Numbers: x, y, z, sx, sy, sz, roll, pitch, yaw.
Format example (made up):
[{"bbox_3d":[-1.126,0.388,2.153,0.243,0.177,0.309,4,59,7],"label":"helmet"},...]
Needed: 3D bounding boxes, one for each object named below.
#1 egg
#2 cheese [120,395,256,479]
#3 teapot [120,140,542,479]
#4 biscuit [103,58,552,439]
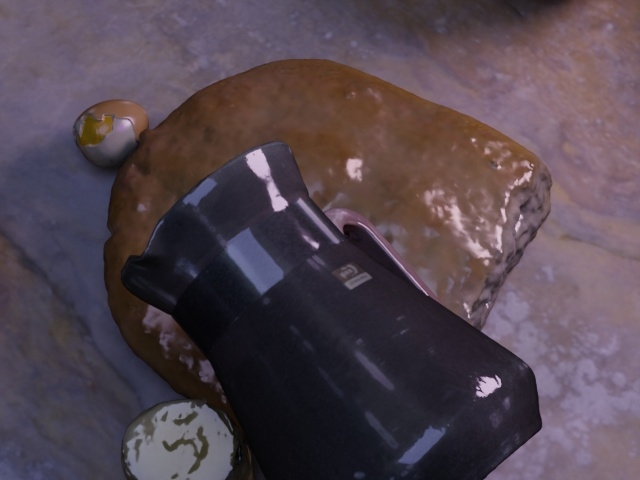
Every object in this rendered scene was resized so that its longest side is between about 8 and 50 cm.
[{"bbox_3d":[-0.222,-0.117,1.602,0.083,0.071,0.071,-32,73,-13],"label":"egg"},{"bbox_3d":[-0.125,0.212,1.430,0.123,0.167,0.094,-2,71,0],"label":"cheese"},{"bbox_3d":[0.020,0.094,1.330,0.344,0.253,0.300,50,34,10],"label":"teapot"},{"bbox_3d":[0.000,0.000,1.536,0.446,0.104,0.429,33,72,12],"label":"biscuit"}]
